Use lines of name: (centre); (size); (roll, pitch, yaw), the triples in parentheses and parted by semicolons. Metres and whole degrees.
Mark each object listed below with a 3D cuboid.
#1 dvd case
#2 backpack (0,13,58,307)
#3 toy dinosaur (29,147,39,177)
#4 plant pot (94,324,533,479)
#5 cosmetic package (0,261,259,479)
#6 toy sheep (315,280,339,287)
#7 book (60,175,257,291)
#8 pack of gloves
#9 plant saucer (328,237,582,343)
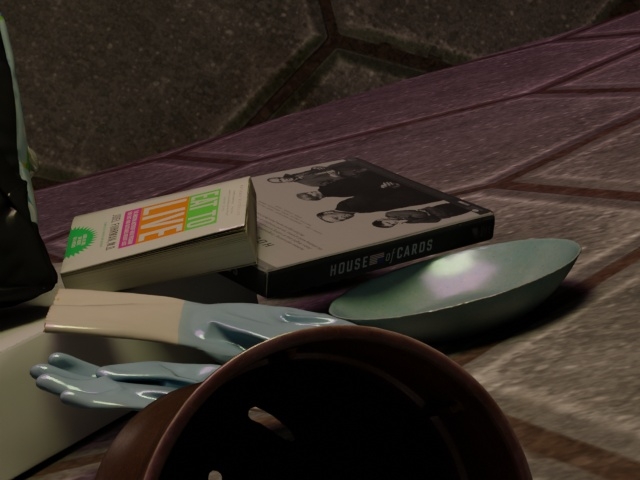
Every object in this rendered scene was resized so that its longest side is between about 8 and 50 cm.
dvd case: (-0.005, -0.016, 1.478); (0.239, 0.029, 0.179); (-14, 26, -37)
backpack: (-0.367, -0.114, 1.375); (0.290, 0.355, 0.273); (-5, -5, -23)
toy dinosaur: (-0.392, -0.022, 1.522); (0.314, 0.160, 0.121); (-10, 2, -39)
plant pot: (-0.019, 0.122, 0.763); (0.167, 0.167, 0.165); (-19, 2, -21)
cosmetic package: (-0.264, 0.102, 1.416); (0.284, 0.097, 0.377); (-10, 10, 35)
toy sheep: (0.000, 0.000, 1.645); (0.132, 0.091, 0.091); (-32, 7, 9)
book: (-0.121, -0.003, 1.384); (0.144, 0.035, 0.096); (-13, 28, 6)
pack of gloves: (-0.077, 0.093, 1.236); (0.232, 0.046, 0.195); (5, 19, -1)
plant saucer: (0.104, 0.044, 1.362); (0.195, 0.037, 0.195); (-15, 9, 2)
